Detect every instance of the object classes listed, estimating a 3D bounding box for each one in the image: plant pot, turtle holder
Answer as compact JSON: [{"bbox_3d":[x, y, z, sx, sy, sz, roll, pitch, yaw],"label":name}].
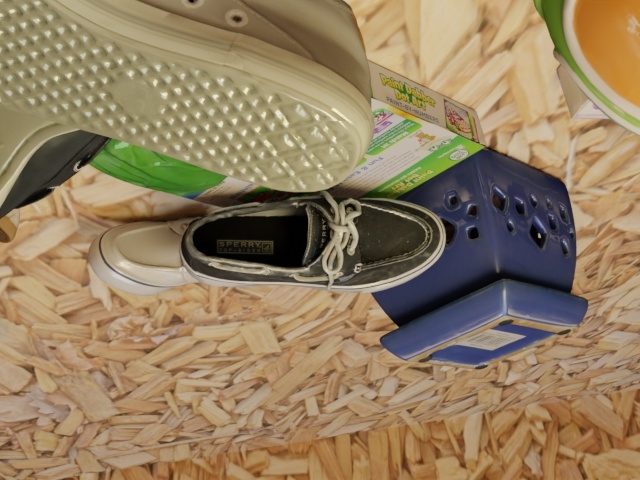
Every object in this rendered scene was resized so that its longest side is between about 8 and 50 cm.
[{"bbox_3d":[0.197,0.039,1.285,0.236,0.212,0.236,-29,151,36],"label":"plant pot"},{"bbox_3d":[0.319,-0.179,0.821,0.243,0.227,0.320,-22,160,15],"label":"turtle holder"}]

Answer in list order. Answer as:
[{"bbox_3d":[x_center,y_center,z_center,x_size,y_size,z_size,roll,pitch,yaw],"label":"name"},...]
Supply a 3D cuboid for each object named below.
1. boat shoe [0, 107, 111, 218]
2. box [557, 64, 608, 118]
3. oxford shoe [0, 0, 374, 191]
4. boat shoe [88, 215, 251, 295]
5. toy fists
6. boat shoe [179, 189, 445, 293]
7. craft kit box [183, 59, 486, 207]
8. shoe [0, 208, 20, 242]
[{"bbox_3d":[-0.230,-0.121,0.847,0.340,0.127,0.113,-47,179,20],"label":"boat shoe"},{"bbox_3d":[0.420,-0.176,1.088,0.324,0.067,0.063,-3,155,-20],"label":"box"},{"bbox_3d":[-0.168,-0.169,0.687,0.449,0.130,0.169,20,147,-9],"label":"oxford shoe"},{"bbox_3d":[-0.150,0.011,1.210,0.267,0.096,0.088,7,146,-38],"label":"boat shoe"},{"bbox_3d":[-0.105,-0.122,0.920,0.279,0.096,0.142,-15,163,33],"label":"toy fists"},{"bbox_3d":[-0.001,-0.004,1.091,0.306,0.113,0.105,3,169,-10],"label":"boat shoe"},{"bbox_3d":[0.012,-0.097,1.091,0.250,0.061,0.246,-29,148,35],"label":"craft kit box"},{"bbox_3d":[-0.360,-0.072,0.987,0.076,0.058,0.219,17,157,16],"label":"shoe"}]
